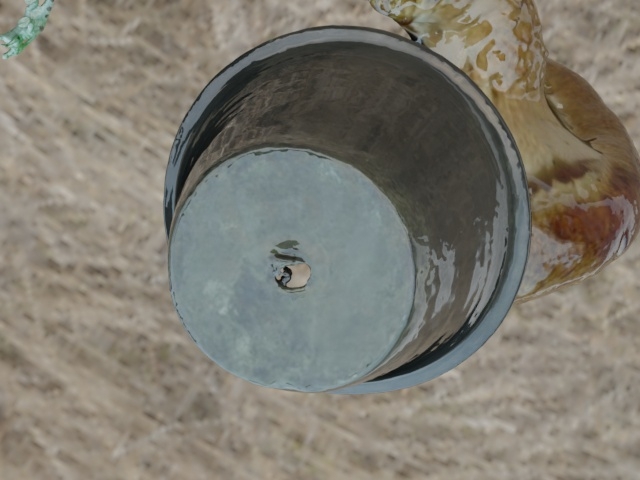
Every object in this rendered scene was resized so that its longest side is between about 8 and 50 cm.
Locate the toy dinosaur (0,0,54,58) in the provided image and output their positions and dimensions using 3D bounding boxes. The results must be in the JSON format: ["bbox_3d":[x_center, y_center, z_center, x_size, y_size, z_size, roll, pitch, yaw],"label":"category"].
[{"bbox_3d":[-0.217,-0.166,1.329,0.021,0.083,0.062,53,170,11],"label":"toy dinosaur"}]

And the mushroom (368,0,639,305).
[{"bbox_3d":[0.116,-0.069,1.240,0.267,0.267,0.254,27,157,2],"label":"mushroom"}]

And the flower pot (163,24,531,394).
[{"bbox_3d":[0.000,0.000,1.008,0.235,0.148,0.235,3,105,12],"label":"flower pot"}]
